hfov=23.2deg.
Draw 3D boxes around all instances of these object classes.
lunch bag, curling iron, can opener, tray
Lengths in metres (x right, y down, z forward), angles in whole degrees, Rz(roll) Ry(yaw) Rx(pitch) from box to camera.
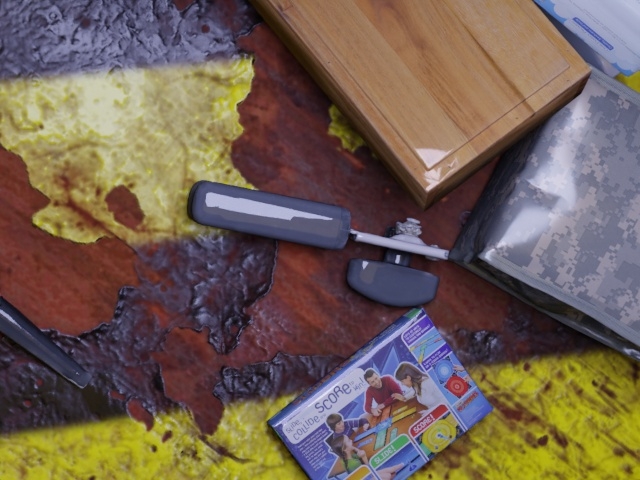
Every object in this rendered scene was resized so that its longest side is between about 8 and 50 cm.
[{"bbox_3d":[0.319,-0.015,1.618,0.287,0.169,0.235,29,85,-7],"label":"lunch bag"},{"bbox_3d":[-0.327,0.047,1.541,0.068,0.035,0.274,-44,100,-8],"label":"curling iron"},{"bbox_3d":[0.000,0.000,1.593,0.280,0.074,0.093,15,89,-13],"label":"can opener"},{"bbox_3d":[0.053,-0.251,1.525,0.203,0.076,0.411,-37,77,-9],"label":"tray"}]

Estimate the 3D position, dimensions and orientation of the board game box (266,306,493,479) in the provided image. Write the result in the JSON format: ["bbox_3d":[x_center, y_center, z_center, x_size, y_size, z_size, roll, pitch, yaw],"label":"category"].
[{"bbox_3d":[0.063,0.183,1.633,0.201,0.035,0.136,-36,99,-9],"label":"board game box"}]

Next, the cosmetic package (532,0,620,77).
[{"bbox_3d":[0.357,-0.386,1.650,0.377,0.097,0.284,-36,97,-10],"label":"cosmetic package"}]

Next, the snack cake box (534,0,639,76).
[{"bbox_3d":[0.317,-0.311,1.511,0.152,0.089,0.264,37,65,-10],"label":"snack cake box"}]
